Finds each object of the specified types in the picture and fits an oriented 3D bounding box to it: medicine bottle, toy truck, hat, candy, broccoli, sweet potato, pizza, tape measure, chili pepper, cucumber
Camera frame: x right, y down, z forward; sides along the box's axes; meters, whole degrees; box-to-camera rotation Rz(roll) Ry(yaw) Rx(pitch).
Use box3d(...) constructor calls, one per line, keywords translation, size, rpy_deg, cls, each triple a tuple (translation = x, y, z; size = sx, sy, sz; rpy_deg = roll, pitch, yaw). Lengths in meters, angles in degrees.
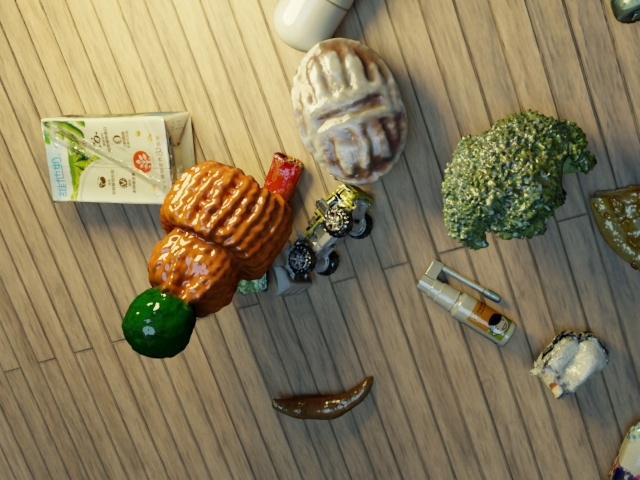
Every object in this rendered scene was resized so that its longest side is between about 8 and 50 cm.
box3d(translation=(0.028, -0.521, 1.284), size=(0.130, 0.130, 0.341), rpy_deg=(36, 110, 4), cls="medicine bottle")
box3d(translation=(0.000, 0.000, 1.436), size=(0.286, 0.136, 0.111), rpy_deg=(-47, 67, 19), cls="toy truck")
box3d(translation=(-0.219, 0.061, 1.340), size=(0.285, 0.285, 0.400), rpy_deg=(12, 71, 13), cls="hat")
box3d(translation=(0.058, -0.250, 1.335), size=(0.214, 0.157, 0.289), rpy_deg=(-18, 92, 6), cls="candy")
box3d(translation=(0.356, -0.116, 1.243), size=(0.288, 0.260, 0.235), rpy_deg=(-18, 85, 18), cls="broccoli")
box3d(translation=(0.011, 0.382, 1.572), size=(0.255, 0.058, 0.078), rpy_deg=(-16, 79, 15), cls="sweet potato")
box3d(translation=(0.312, 0.130, 1.418), size=(0.221, 0.061, 0.092), rpy_deg=(32, 86, 6), cls="medicine bottle")
box3d(translation=(0.621, -0.031, 1.280), size=(0.161, 0.062, 0.182), rpy_deg=(-23, 96, 19), cls="pizza")
box3d(translation=(0.581, -0.369, 1.175), size=(0.107, 0.104, 0.179), rpy_deg=(-15, 99, 16), cls="tape measure")
box3d(translation=(-0.088, -0.126, 1.458), size=(0.070, 0.073, 0.123), rpy_deg=(43, 117, 47), cls="chili pepper")
box3d(translation=(-0.172, 0.069, 1.538), size=(0.116, 0.062, 0.115), rpy_deg=(3, 107, 5), cls="cucumber")

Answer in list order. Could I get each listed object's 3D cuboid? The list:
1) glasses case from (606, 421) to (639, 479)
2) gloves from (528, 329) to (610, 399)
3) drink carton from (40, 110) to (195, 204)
box3d(translation=(0.669, 0.527, 1.406), size=(0.125, 0.076, 0.327), rpy_deg=(17, 109, 14), cls="glasses case")
box3d(translation=(0.513, 0.247, 1.381), size=(0.153, 0.070, 0.114), rpy_deg=(-46, 81, 15), cls="gloves")
box3d(translation=(-0.446, -0.188, 1.512), size=(0.325, 0.132, 0.194), rpy_deg=(2, 106, 17), cls="drink carton")
